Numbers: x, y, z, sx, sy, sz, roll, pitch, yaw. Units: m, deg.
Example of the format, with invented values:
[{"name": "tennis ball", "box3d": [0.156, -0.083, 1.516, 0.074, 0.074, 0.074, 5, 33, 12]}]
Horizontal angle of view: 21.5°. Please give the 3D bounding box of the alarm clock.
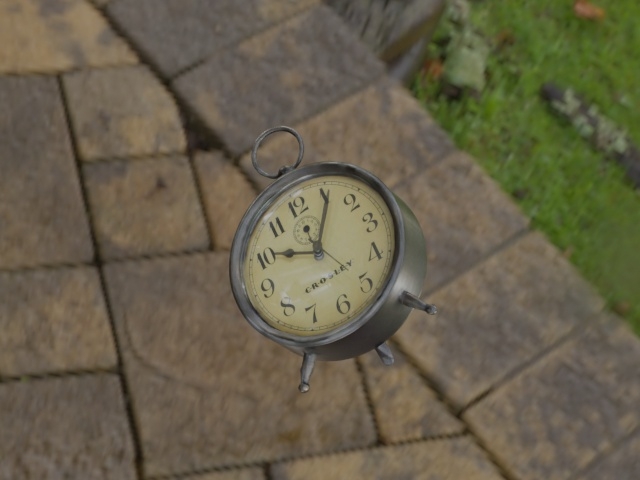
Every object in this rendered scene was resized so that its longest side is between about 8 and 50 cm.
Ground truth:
[{"name": "alarm clock", "box3d": [0.000, 0.000, 1.148, 0.129, 0.064, 0.192, -32, 63, 14]}]
